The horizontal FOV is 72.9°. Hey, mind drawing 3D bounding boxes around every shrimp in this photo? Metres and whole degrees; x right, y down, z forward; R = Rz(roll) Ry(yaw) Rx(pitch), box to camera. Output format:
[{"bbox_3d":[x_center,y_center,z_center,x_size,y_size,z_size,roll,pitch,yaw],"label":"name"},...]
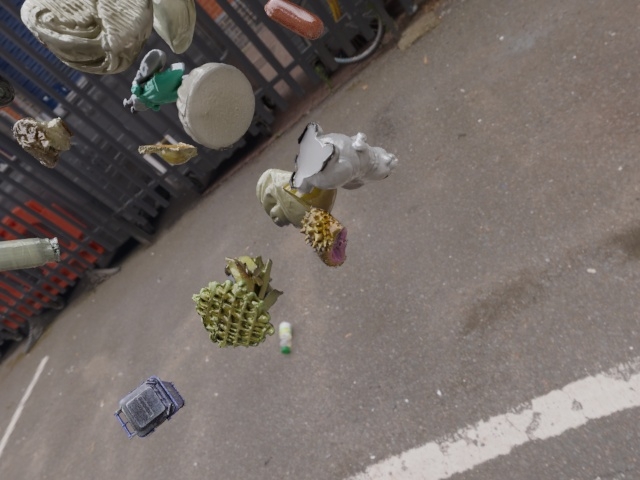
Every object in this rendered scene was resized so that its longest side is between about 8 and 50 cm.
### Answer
[{"bbox_3d":[-0.376,0.129,2.081,0.025,0.127,0.090,-20,43,11],"label":"shrimp"}]

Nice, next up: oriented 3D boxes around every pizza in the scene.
[{"bbox_3d":[-0.624,-0.353,1.780,0.188,0.204,0.080,19,114,40],"label":"pizza"}]

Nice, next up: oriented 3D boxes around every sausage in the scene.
[{"bbox_3d":[-0.081,-0.685,1.337,0.077,0.194,0.077,-61,0,0],"label":"sausage"}]

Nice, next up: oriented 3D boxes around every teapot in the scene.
[{"bbox_3d":[-0.790,0.036,1.116,0.107,0.201,0.077,8,103,51],"label":"teapot"}]

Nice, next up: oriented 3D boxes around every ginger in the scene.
[{"bbox_3d":[-0.319,0.220,2.319,0.211,0.413,0.358,-31,68,18],"label":"ginger"}]

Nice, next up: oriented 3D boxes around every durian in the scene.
[{"bbox_3d":[0.001,0.000,1.579,0.191,0.341,0.112,28,69,15],"label":"durian"}]

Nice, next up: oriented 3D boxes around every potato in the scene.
[{"bbox_3d":[-0.013,-0.188,1.606,0.158,0.204,0.178,-50,0,-2],"label":"potato"}]

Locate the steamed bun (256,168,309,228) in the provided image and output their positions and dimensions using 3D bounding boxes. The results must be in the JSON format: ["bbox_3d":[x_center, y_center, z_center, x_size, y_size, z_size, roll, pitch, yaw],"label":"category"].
[{"bbox_3d":[-0.141,-0.175,2.048,0.339,0.353,0.247,49,-121,-79],"label":"steamed bun"}]

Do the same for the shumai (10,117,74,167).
[{"bbox_3d":[-0.750,-0.286,1.197,0.116,0.145,0.145,-20,35,5],"label":"shumai"}]

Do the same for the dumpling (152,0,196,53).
[{"bbox_3d":[-0.526,-0.819,1.568,0.132,0.251,0.179,17,52,37],"label":"dumpling"}]

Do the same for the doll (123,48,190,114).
[{"bbox_3d":[-0.552,-0.537,1.467,0.259,0.194,0.153,-10,64,-7],"label":"doll"}]

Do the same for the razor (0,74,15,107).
[{"bbox_3d":[-1.179,-0.512,1.420,0.350,0.204,0.113,3,60,27],"label":"razor"}]

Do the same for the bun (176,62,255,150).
[{"bbox_3d":[-0.357,-0.436,1.376,0.175,0.263,0.263,29,77,32],"label":"bun"}]

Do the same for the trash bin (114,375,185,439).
[{"bbox_3d":[-0.604,0.600,1.571,0.184,0.162,0.234,-37,-10,-11],"label":"trash bin"}]

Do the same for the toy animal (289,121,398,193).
[{"bbox_3d":[0.089,-0.252,1.460,0.258,0.358,0.193,-44,55,33],"label":"toy animal"}]

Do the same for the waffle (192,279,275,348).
[{"bbox_3d":[-0.336,0.289,1.654,0.298,0.316,0.073,-17,24,21],"label":"waffle"}]

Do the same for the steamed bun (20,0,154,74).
[{"bbox_3d":[-0.661,-0.618,1.276,0.219,0.310,0.323,129,143,-59],"label":"steamed bun"}]
